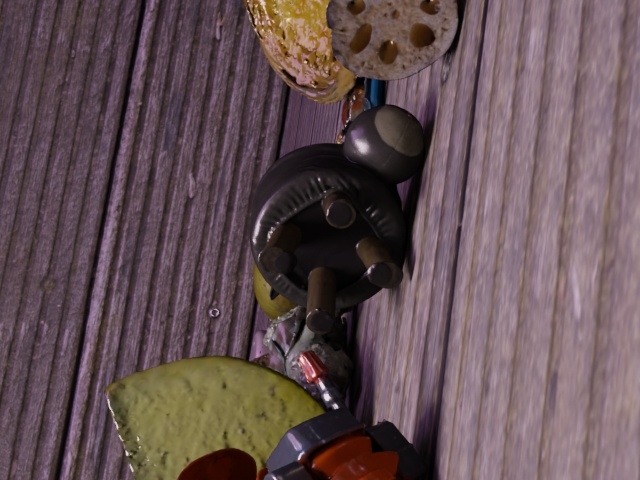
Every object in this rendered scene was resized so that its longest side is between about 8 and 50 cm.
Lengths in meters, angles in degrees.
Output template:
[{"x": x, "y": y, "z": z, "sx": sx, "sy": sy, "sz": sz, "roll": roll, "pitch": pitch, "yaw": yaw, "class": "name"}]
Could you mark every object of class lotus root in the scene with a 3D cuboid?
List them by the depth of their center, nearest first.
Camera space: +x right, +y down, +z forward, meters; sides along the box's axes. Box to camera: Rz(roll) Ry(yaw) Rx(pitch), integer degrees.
[{"x": 0.064, "y": -0.201, "z": 0.976, "sx": 0.081, "sy": 0.122, "sz": 0.112, "roll": -151, "pitch": 61, "yaw": -86, "class": "lotus root"}]

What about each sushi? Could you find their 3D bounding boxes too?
[{"x": 0.042, "y": -0.168, "z": 1.551, "sx": 0.139, "sy": 0.031, "sz": 0.201, "roll": -175, "pitch": 94, "yaw": -84, "class": "sushi"}]

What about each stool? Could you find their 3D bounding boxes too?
[{"x": 0.012, "y": -0.024, "z": 1.031, "sx": 0.139, "sy": 0.153, "sz": 0.228, "roll": -93, "pitch": 14, "yaw": -65, "class": "stool"}]

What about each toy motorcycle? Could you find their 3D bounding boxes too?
[{"x": -0.027, "y": 0.245, "z": 0.891, "sx": 0.221, "sy": 0.148, "sz": 0.325, "roll": 54, "pitch": 141, "yaw": 22, "class": "toy motorcycle"}]

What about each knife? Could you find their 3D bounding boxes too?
[{"x": 0.073, "y": -0.235, "z": 1.401, "sx": 0.044, "sy": 0.026, "sz": 0.296, "roll": 86, "pitch": -173, "yaw": -59, "class": "knife"}]

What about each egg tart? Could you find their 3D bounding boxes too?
[{"x": -0.010, "y": -0.345, "z": 1.527, "sx": 0.291, "sy": 0.107, "sz": 0.290, "roll": 34, "pitch": 137, "yaw": 39, "class": "egg tart"}]

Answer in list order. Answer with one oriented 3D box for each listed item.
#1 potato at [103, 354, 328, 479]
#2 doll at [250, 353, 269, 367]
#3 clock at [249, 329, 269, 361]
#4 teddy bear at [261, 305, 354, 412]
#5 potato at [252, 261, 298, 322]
[{"x": -0.065, "y": 0.297, "z": 1.159, "sx": 0.280, "sy": 0.213, "sz": 0.330, "roll": 88, "pitch": 158, "yaw": -71, "class": "potato"}, {"x": -0.059, "y": 0.197, "z": 1.347, "sx": 0.221, "sy": 0.115, "sz": 0.105, "roll": -37, "pitch": -45, "yaw": -51, "class": "doll"}, {"x": -0.079, "y": 0.319, "z": 1.572, "sx": 0.322, "sy": 0.113, "sz": 0.295, "roll": -99, "pitch": 19, "yaw": -66, "class": "clock"}, {"x": -0.015, "y": 0.130, "z": 1.262, "sx": 0.213, "sy": 0.111, "sz": 0.133, "roll": -89, "pitch": 7, "yaw": -62, "class": "teddy bear"}, {"x": -0.022, "y": 0.035, "z": 1.385, "sx": 0.149, "sy": 0.113, "sz": 0.251, "roll": -39, "pitch": -14, "yaw": -25, "class": "potato"}]
